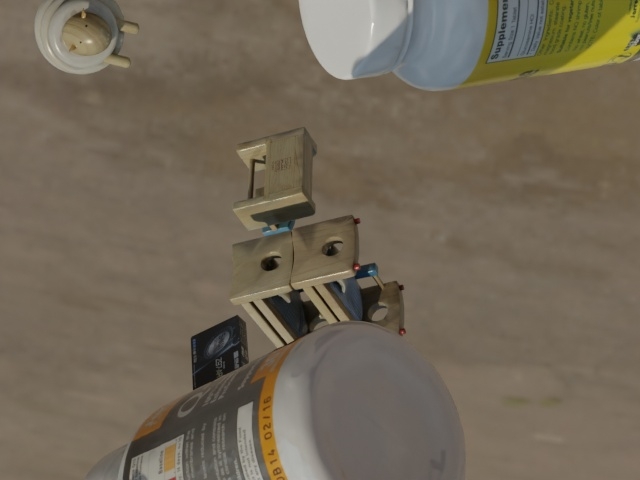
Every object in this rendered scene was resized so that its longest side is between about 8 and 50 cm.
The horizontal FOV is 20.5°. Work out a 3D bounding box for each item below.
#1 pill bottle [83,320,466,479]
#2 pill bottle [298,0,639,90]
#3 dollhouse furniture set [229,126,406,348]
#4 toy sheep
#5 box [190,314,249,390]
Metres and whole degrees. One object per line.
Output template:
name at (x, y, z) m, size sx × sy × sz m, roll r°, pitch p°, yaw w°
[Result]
pill bottle at (-0.044, 0.171, 1.246) m, size 0.162 × 0.162 × 0.278 m, roll 21°, pitch 147°, yaw -35°
pill bottle at (0.158, -0.239, 1.631) m, size 0.334 × 0.187 × 0.188 m, roll -10°, pitch 174°, yaw -25°
dollhouse furniture set at (0.000, 0.000, 1.714) m, size 0.129 × 0.183 × 0.129 m, roll -13°, pitch 142°, yaw 19°
toy sheep at (-0.219, -0.193, 1.620) m, size 0.091 × 0.091 × 0.132 m, roll 17°, pitch -176°, yaw -23°
box at (-0.114, 0.132, 2.011) m, size 0.067 × 0.083 × 0.018 m, roll -25°, pitch 134°, yaw 20°
